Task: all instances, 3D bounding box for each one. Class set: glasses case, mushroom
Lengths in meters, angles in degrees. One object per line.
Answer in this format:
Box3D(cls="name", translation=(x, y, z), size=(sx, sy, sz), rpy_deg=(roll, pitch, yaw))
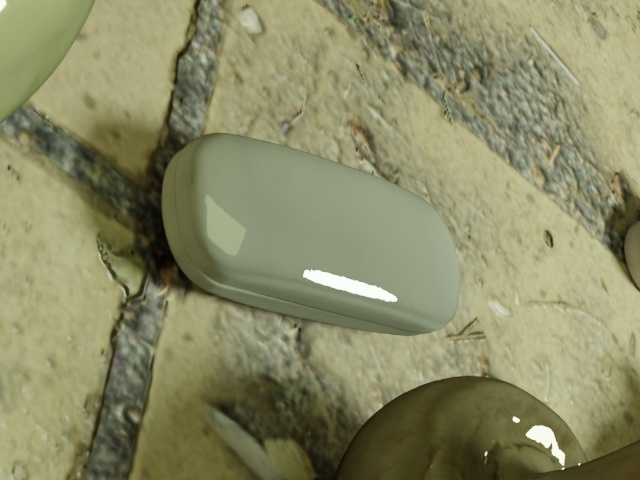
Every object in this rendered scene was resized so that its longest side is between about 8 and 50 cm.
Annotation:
Box3D(cls="glasses case", translation=(0.000, 0.000, 1.050), size=(0.233, 0.059, 0.092), rpy_deg=(14, 64, -47))
Box3D(cls="mushroom", translation=(0.117, 0.167, 0.989), size=(0.207, 0.215, 0.207), rpy_deg=(37, 41, -41))

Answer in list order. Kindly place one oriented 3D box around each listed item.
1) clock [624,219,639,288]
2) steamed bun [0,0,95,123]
Box3D(cls="clock", translation=(0.290, 0.021, 1.402), size=(0.129, 0.041, 0.087), rpy_deg=(38, 51, -27))
Box3D(cls="steamed bun", translation=(-0.265, -0.148, 0.670), size=(0.312, 0.233, 0.334), rpy_deg=(-32, 90, -49))
